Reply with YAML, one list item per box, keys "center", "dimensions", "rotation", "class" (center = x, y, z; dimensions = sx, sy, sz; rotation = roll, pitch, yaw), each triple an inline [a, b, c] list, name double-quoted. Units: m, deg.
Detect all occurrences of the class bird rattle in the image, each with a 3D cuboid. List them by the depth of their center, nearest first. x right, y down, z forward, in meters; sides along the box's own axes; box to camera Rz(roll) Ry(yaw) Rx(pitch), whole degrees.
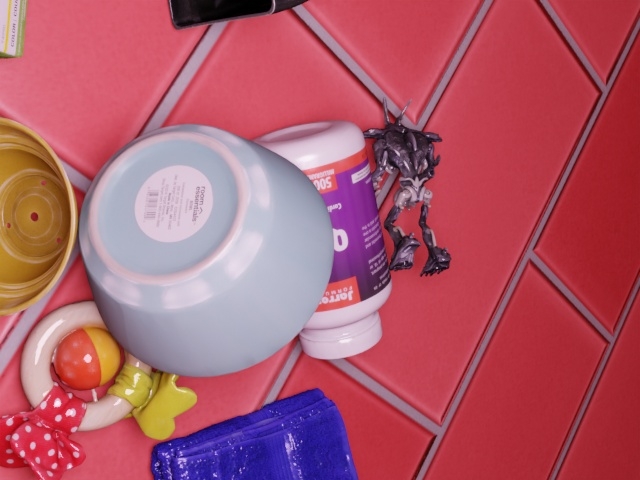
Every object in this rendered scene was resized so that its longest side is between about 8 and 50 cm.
- center: [-0.299, 0.181, 1.014]
  dimensions: [0.254, 0.143, 0.206]
  rotation: [-13, 94, -23]
  class: "bird rattle"

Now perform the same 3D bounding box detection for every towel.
- center: [-0.078, 0.360, 1.168]
  dimensions: [0.308, 0.076, 0.227]
  rotation: [-11, 80, -37]
  class: "towel"

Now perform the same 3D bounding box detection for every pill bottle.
- center: [0.000, 0.000, 1.152]
  dimensions: [0.182, 0.182, 0.322]
  rotation: [-25, 111, -33]
  class: "pill bottle"

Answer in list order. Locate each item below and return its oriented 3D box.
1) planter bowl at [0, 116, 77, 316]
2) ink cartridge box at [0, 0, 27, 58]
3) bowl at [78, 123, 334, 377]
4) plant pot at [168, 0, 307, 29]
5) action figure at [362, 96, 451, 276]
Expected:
- center: [-0.346, -0.027, 0.904]
  dimensions: [0.090, 0.217, 0.217]
  rotation: [-7, 104, -73]
  class: "planter bowl"
- center: [-0.392, -0.292, 0.768]
  dimensions: [0.255, 0.097, 0.188]
  rotation: [-12, 108, -78]
  class: "ink cartridge box"
- center: [-0.151, -0.009, 0.924]
  dimensions: [0.311, 0.312, 0.163]
  rotation: [-63, 161, -13]
  class: "bowl"
- center: [-0.086, -0.384, 1.039]
  dimensions: [0.167, 0.188, 0.187]
  rotation: [-24, 111, -48]
  class: "plant pot"
- center: [0.121, -0.081, 1.270]
  dimensions: [0.164, 0.141, 0.275]
  rotation: [3, 69, -30]
  class: "action figure"
